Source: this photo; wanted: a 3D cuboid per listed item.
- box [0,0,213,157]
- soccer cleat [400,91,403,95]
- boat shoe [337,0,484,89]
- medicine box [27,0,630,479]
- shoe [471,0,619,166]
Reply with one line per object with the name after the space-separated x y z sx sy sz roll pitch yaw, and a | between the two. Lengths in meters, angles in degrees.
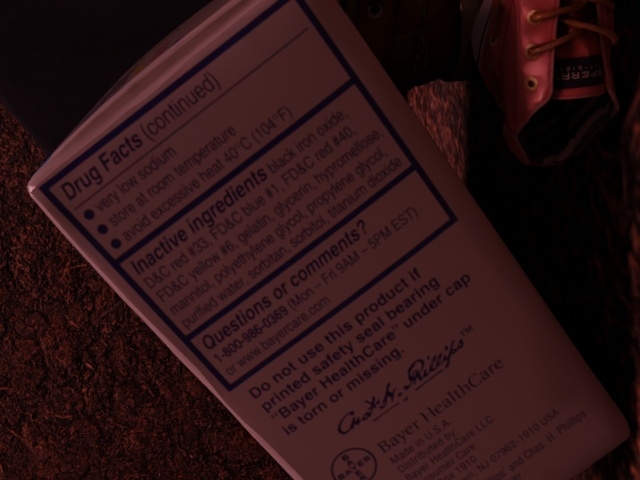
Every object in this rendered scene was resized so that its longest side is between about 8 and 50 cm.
-0.185 -0.386 0.660 0.480 0.297 0.472 70 -169 -60 | box
0.063 -0.143 0.761 0.083 0.029 0.036 -116 23 -54 | soccer cleat
0.038 -0.252 0.528 0.111 0.104 0.308 102 159 -70 | boat shoe
0.000 0.000 0.459 0.289 0.149 0.263 52 -177 -20 | medicine box
0.108 -0.104 0.331 0.178 0.063 0.081 86 173 -66 | shoe
